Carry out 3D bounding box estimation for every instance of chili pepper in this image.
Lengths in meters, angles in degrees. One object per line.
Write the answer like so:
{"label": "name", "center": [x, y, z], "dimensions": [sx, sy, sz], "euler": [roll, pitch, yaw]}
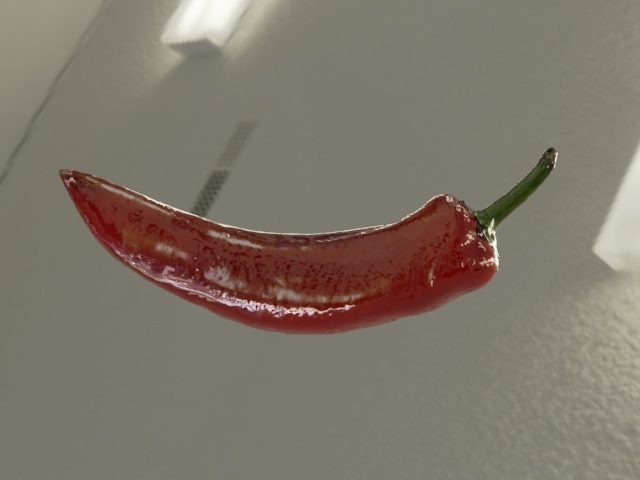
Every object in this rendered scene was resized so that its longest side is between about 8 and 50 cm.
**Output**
{"label": "chili pepper", "center": [-0.005, 0.006, 0.877], "dimensions": [0.092, 0.368, 0.137], "euler": [-107, -165, -70]}
